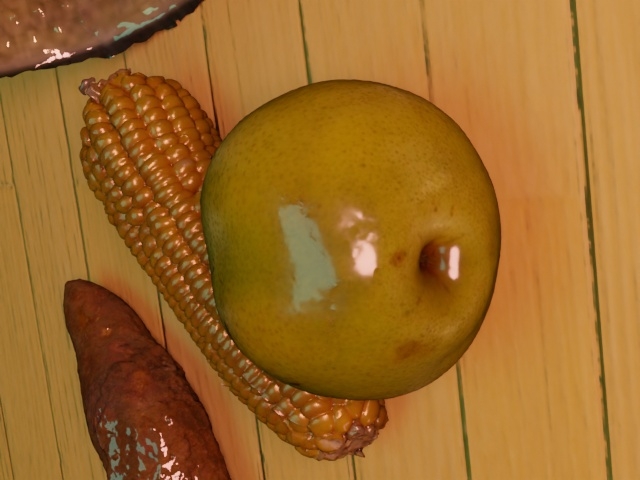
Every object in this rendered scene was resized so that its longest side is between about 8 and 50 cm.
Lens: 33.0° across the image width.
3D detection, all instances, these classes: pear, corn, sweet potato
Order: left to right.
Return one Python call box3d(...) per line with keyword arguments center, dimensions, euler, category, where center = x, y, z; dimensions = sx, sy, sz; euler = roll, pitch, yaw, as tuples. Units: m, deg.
box3d(center=(-0.125, 0.169, 0.837), dimensions=(0.341, 0.092, 0.114), euler=(64, 152, 11), category="sweet potato")
box3d(center=(-0.066, 0.019, 0.730), dimensions=(0.313, 0.102, 0.102), euler=(56, 133, 18), category="corn")
box3d(center=(0.000, 0.000, 0.614), dimensions=(0.216, 0.166, 0.180), euler=(6, 117, 50), category="pear")

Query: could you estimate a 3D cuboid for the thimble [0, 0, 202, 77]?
box3d(center=(-0.196, -0.215, 0.681), dimensions=(0.271, 0.271, 0.150), euler=(-25, 81, 46), category="thimble")
